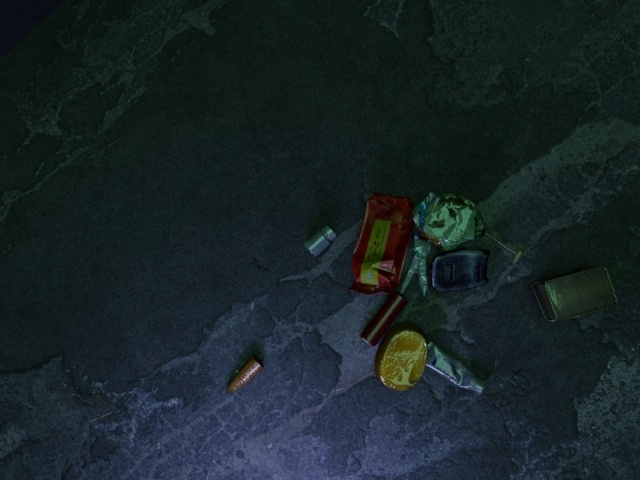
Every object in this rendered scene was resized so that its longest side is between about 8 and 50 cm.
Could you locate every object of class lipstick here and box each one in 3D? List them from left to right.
[{"bbox_3d":[0.261,0.318,1.878,0.080,0.080,0.241,36,88,8],"label":"lipstick"}]

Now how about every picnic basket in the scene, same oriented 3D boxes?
[{"bbox_3d":[0.987,0.205,1.789,0.266,0.139,0.165,-17,83,3],"label":"picnic basket"}]

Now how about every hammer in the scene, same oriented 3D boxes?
[{"bbox_3d":[0.735,0.021,1.894,0.195,0.028,0.060,36,95,11],"label":"hammer"}]

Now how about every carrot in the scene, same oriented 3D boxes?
[{"bbox_3d":[-0.325,0.569,1.922,0.205,0.072,0.072,-45,82,6],"label":"carrot"}]

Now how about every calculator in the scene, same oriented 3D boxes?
[{"bbox_3d":[0.552,0.118,1.826,0.268,0.040,0.177,-6,105,-7],"label":"calculator"}]

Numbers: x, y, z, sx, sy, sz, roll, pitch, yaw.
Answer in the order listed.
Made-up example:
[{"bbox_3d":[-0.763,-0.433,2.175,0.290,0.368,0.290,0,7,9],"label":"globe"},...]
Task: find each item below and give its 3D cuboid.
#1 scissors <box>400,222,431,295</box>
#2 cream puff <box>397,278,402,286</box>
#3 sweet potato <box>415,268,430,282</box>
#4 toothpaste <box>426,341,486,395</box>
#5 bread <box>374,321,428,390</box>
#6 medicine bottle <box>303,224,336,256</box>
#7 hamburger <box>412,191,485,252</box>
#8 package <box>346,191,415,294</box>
[{"bbox_3d":[0.407,0.042,1.884,0.256,0.029,0.383,14,74,7],"label":"scissors"},{"bbox_3d":[0.293,0.159,1.901,0.083,0.058,0.083,-19,81,4],"label":"cream puff"},{"bbox_3d":[0.503,0.152,1.884,0.255,0.058,0.078,3,63,2],"label":"sweet potato"},{"bbox_3d":[0.532,0.521,1.850,0.266,0.061,0.096,32,89,15],"label":"toothpaste"},{"bbox_3d":[0.324,0.462,1.825,0.195,0.142,0.270,20,88,5],"label":"bread"},{"bbox_3d":[0.000,0.000,1.935,0.130,0.080,0.080,-41,82,-1],"label":"medicine bottle"},{"bbox_3d":[0.526,-0.095,1.831,0.276,0.150,0.260,-31,78,-11],"label":"hamburger"},{"bbox_3d":[0.247,0.018,1.859,0.196,0.123,0.423,9,80,32],"label":"package"}]
